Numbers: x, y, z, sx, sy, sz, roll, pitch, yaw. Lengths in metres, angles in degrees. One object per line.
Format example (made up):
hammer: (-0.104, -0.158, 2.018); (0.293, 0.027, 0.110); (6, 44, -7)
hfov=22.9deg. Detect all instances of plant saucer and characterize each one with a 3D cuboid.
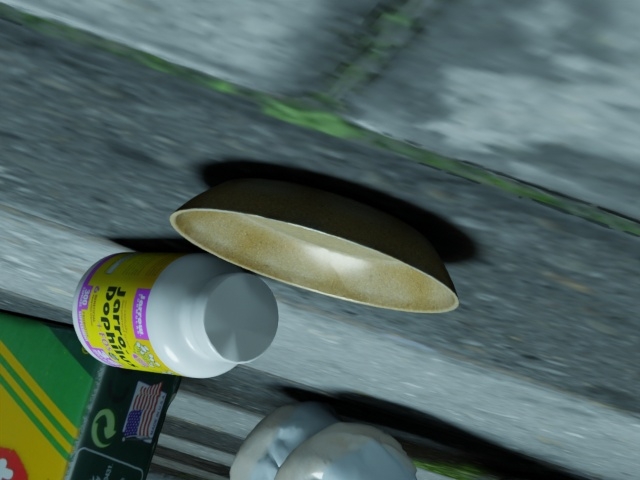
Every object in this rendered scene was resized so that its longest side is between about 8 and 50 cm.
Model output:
plant saucer: (0.000, 0.000, 0.437); (0.083, 0.015, 0.083); (16, 167, 4)

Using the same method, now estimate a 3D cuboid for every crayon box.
crayon box: (-0.259, 0.135, 0.959); (0.318, 0.202, 0.081); (8, 165, 32)

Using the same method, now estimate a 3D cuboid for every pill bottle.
pill bottle: (-0.051, 0.026, 0.555); (0.043, 0.043, 0.083); (25, 165, -34)

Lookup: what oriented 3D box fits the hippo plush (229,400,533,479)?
hippo plush: (0.093, 0.193, 0.878); (0.236, 0.234, 0.294); (-11, -162, -26)
